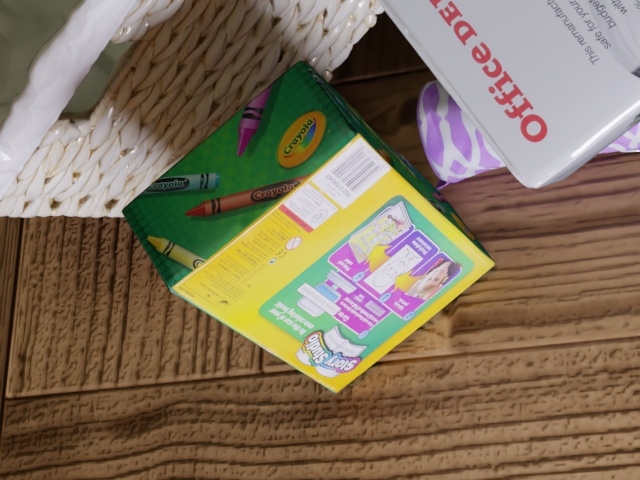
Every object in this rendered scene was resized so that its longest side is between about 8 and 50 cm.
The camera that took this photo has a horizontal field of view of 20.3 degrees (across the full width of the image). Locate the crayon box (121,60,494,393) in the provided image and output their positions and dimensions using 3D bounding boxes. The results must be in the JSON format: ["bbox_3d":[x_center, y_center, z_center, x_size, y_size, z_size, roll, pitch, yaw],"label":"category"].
[{"bbox_3d":[0.000,0.000,1.300,0.165,0.278,0.081,-39,59,7],"label":"crayon box"}]

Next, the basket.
[{"bbox_3d":[-0.166,-0.229,1.428,0.328,0.266,0.331,-50,53,35],"label":"basket"}]

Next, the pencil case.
[{"bbox_3d":[0.177,-0.096,1.371,0.206,0.088,0.086,-6,31,25],"label":"pencil case"}]

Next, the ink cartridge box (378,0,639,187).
[{"bbox_3d":[0.203,-0.203,1.235,0.289,0.121,0.211,-38,83,17],"label":"ink cartridge box"}]
